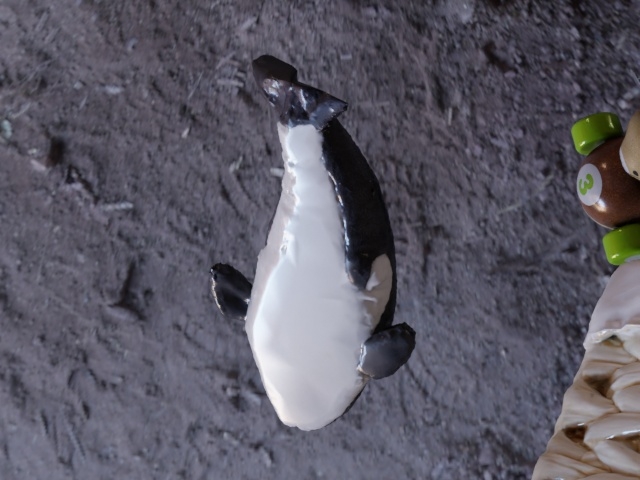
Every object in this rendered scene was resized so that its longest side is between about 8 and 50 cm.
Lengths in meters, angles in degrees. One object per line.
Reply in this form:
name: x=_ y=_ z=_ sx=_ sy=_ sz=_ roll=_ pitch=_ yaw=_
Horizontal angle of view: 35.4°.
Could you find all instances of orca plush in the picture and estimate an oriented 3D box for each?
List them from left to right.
orca plush: x=0.000 y=0.000 z=0.716 sx=0.151 sy=0.102 sz=0.287 roll=0 pitch=122 yaw=26

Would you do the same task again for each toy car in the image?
toy car: x=0.313 y=-0.081 z=0.962 sx=0.148 sy=0.155 sz=0.188 roll=-16 pitch=160 yaw=17

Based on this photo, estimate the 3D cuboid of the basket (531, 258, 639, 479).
basket: x=0.253 y=0.182 z=0.312 sx=0.331 sy=0.328 sz=0.266 roll=40 pitch=68 yaw=-18
